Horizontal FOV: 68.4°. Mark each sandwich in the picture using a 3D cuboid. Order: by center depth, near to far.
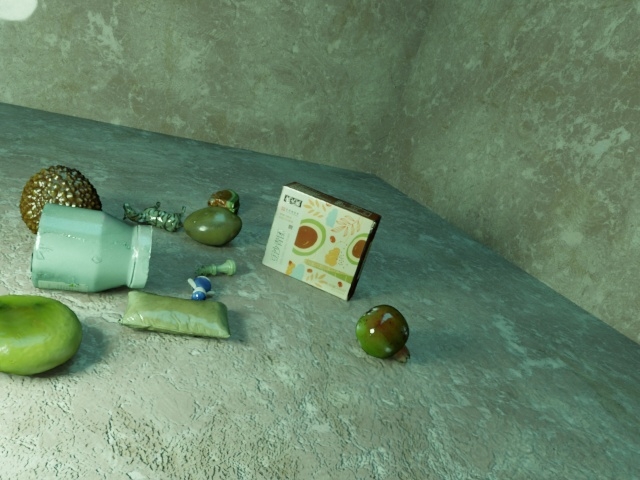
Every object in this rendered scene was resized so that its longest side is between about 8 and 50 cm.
[{"bbox_3d":[-0.476,-0.207,2.370,0.159,0.079,0.235,15,21,-8],"label":"sandwich"}]

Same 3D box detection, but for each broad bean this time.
[{"bbox_3d":[-0.693,0.202,1.063,0.290,0.119,0.238,15,20,-10],"label":"broad bean"}]

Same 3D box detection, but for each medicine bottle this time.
[{"bbox_3d":[-0.648,0.031,1.364,0.289,0.245,0.245,9,22,-23],"label":"medicine bottle"}]

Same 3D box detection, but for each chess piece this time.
[{"bbox_3d":[-0.380,0.105,1.688,0.149,0.059,0.059,-8,31,-37],"label":"chess piece"}]

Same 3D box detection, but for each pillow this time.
[{"bbox_3d":[-0.411,0.209,1.349,0.302,0.075,0.185,12,18,-19],"label":"pillow"}]

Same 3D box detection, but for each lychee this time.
[{"bbox_3d":[-0.868,-0.127,1.585,0.267,0.268,0.267,16,20,-6],"label":"lychee"}]

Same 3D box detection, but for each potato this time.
[{"bbox_3d":[-0.438,-0.059,1.923,0.234,0.160,0.178,2,3,-15],"label":"potato"}]

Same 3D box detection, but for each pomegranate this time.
[{"bbox_3d":[0.212,0.311,1.518,0.210,0.179,0.180,54,19,-8],"label":"pomegranate"}]

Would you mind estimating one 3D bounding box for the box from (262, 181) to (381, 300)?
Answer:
[{"bbox_3d":[0.000,0.000,1.847,0.384,0.345,0.122,23,22,12],"label":"box"}]

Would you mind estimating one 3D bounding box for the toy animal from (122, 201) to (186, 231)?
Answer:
[{"bbox_3d":[-0.675,-0.104,1.937,0.254,0.090,0.170,8,27,-20],"label":"toy animal"}]

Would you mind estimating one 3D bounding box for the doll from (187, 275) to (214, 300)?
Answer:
[{"bbox_3d":[-0.388,0.160,1.524,0.098,0.058,0.143,33,16,-21],"label":"doll"}]
